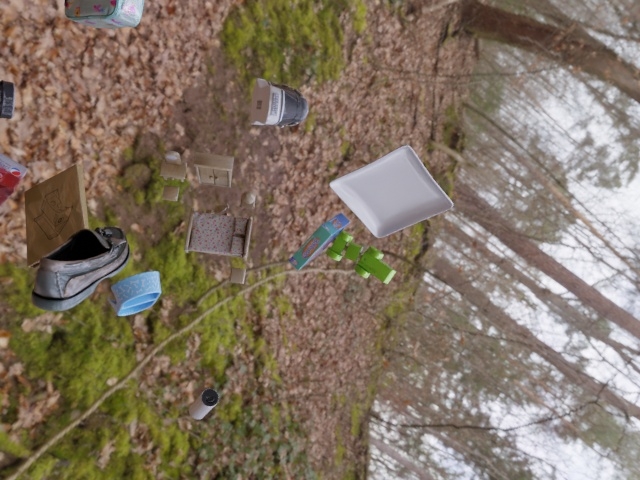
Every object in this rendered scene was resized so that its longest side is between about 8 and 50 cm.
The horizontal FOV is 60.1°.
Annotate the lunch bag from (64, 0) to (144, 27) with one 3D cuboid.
[{"bbox_3d":[-0.633,-0.742,1.612,0.107,0.279,0.224,-3,104,-57],"label":"lunch bag"}]

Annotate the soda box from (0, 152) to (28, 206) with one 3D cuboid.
[{"bbox_3d":[-0.838,-0.103,1.364,0.263,0.083,0.092,-34,-145,28],"label":"soda box"}]

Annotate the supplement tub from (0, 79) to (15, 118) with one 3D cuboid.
[{"bbox_3d":[-0.669,-0.270,1.002,0.106,0.197,0.106,-4,-95,54],"label":"supplement tub"}]

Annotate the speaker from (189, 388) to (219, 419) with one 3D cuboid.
[{"bbox_3d":[-0.346,0.487,1.641,0.136,0.055,0.055,-50,-170,48],"label":"speaker"}]

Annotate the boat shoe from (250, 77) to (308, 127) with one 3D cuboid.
[{"bbox_3d":[-0.096,-0.312,1.266,0.301,0.102,0.108,-139,-125,-69],"label":"boat shoe"}]

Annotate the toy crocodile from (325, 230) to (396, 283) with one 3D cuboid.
[{"bbox_3d":[0.137,0.049,2.143,0.115,0.340,0.105,-61,169,11],"label":"toy crocodile"}]

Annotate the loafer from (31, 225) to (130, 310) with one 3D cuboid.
[{"bbox_3d":[-0.388,0.022,0.928,0.267,0.096,0.084,-83,-177,-67],"label":"loafer"}]

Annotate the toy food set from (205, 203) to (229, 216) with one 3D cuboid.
[{"bbox_3d":[-0.391,-0.085,2.055,0.019,0.122,0.078,36,43,-70],"label":"toy food set"}]

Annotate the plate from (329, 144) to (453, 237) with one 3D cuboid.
[{"bbox_3d":[0.213,-0.147,1.659,0.277,0.278,0.045,-24,-143,30],"label":"plate"}]

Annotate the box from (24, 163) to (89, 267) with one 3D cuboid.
[{"bbox_3d":[-0.598,-0.057,1.251,0.164,0.201,0.021,-23,154,15],"label":"box"}]

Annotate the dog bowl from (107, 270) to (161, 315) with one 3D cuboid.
[{"bbox_3d":[-0.652,0.193,1.953,0.165,0.074,0.297,-16,166,-31],"label":"dog bowl"}]

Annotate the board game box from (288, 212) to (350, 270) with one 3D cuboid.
[{"bbox_3d":[0.000,0.000,1.718,0.160,0.047,0.210,-47,175,23],"label":"board game box"}]

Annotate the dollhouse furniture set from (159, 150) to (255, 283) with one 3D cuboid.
[{"bbox_3d":[-0.358,-0.070,1.671,0.174,0.303,0.356,124,-27,-75],"label":"dollhouse furniture set"}]
